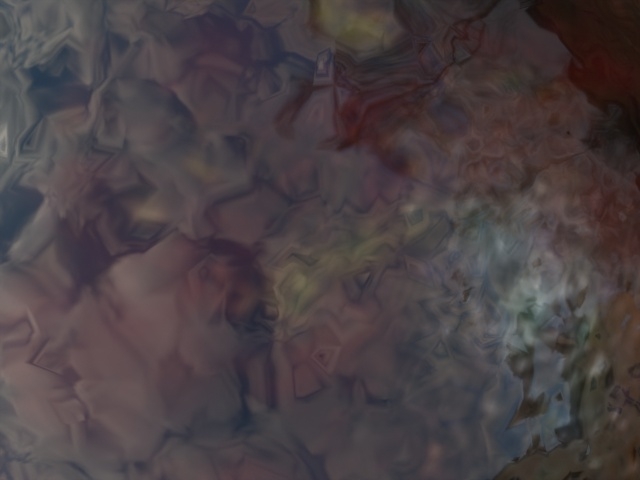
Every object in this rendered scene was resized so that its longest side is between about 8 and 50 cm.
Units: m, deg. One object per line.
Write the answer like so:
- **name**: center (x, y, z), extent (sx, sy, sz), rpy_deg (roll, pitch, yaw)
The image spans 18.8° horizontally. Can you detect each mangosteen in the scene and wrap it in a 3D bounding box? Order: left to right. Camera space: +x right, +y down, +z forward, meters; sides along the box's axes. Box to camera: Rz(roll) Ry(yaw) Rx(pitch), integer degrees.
- **mangosteen**: center (-0.009, 0.012, 0.478), extent (0.311, 0.311, 0.311), rpy_deg (1, 96, 12)
